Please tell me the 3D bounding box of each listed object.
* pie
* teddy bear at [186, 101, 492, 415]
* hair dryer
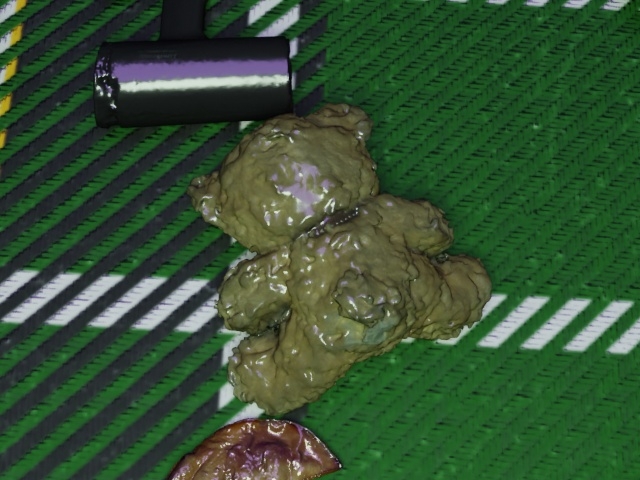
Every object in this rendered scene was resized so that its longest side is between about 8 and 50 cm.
[{"bbox_3d":[-0.074,0.213,1.056,0.170,0.034,0.092,-31,77,-12],"label":"pie"},{"bbox_3d":[0.000,0.000,1.078,0.267,0.156,0.256,-26,70,-10],"label":"teddy bear"},{"bbox_3d":[-0.130,-0.231,1.204,0.197,0.089,0.251,-3,63,-2],"label":"hair dryer"}]
